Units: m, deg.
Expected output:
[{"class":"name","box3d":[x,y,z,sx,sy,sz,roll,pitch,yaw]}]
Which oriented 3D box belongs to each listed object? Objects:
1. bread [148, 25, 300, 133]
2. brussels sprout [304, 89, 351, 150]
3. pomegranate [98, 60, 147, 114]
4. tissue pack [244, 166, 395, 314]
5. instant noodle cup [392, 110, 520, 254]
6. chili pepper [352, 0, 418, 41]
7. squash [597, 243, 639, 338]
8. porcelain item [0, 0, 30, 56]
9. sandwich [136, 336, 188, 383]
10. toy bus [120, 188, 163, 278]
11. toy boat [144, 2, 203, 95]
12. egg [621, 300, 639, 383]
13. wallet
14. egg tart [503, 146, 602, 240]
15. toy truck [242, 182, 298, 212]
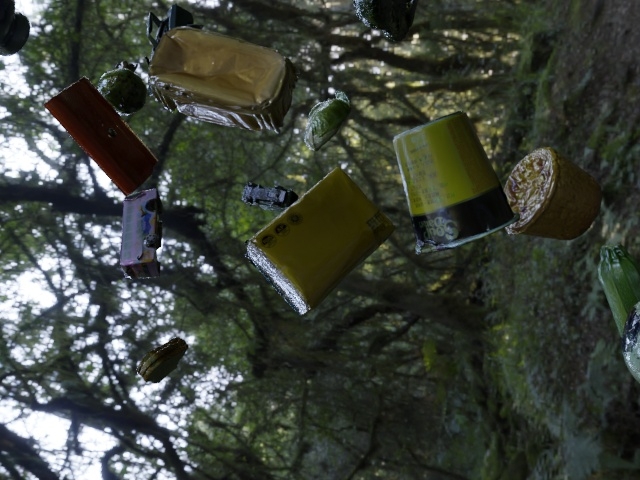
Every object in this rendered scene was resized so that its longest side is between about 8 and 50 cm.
[{"class":"bread","box3d":[-0.168,-0.276,1.018,0.107,0.241,0.136,76,-149,-74]},{"class":"brussels sprout","box3d":[0.017,-0.334,1.642,0.181,0.139,0.100,-45,-71,-22]},{"class":"pomegranate","box3d":[-0.496,-0.391,1.472,0.122,0.122,0.162,52,-145,-59]},{"class":"tissue pack","box3d":[0.000,0.000,1.219,0.271,0.192,0.134,-43,-5,-23]},{"class":"instant noodle cup","box3d":[0.245,-0.115,1.131,0.215,0.215,0.236,-30,-80,-63]},{"class":"chili pepper","box3d":[0.143,-0.565,1.396,0.264,0.116,0.148,-23,-53,-62]},{"class":"squash","box3d":[0.523,0.104,0.982,0.219,0.068,0.077,64,-154,-12]},{"class":"porcelain item","box3d":[-0.485,-0.315,0.707,0.259,0.141,0.141,28,-111,-57]},{"class":"sandwich","box3d":[-0.307,0.236,1.105,0.093,0.035,0.105,-56,-15,26]},{"class":"toy bus","box3d":[-0.510,-0.024,1.678,0.090,0.112,0.274,89,173,-52]},{"class":"toy boat","box3d":[-0.336,-0.392,1.247,0.103,0.246,0.093,10,-119,-26]},{"class":"egg","box3d":[0.368,0.113,0.623,0.085,0.085,0.110,51,-155,-60]},{"class":"wallet","box3d":[-0.385,-0.190,1.048,0.204,0.045,0.142,53,-156,-23]},{"class":"egg tart","box3d":[0.497,-0.084,1.254,0.202,0.147,0.203,-158,90,-78]},{"class":"toy truck","box3d":[-0.148,-0.125,1.692,0.079,0.147,0.065,42,-120,-65]}]
